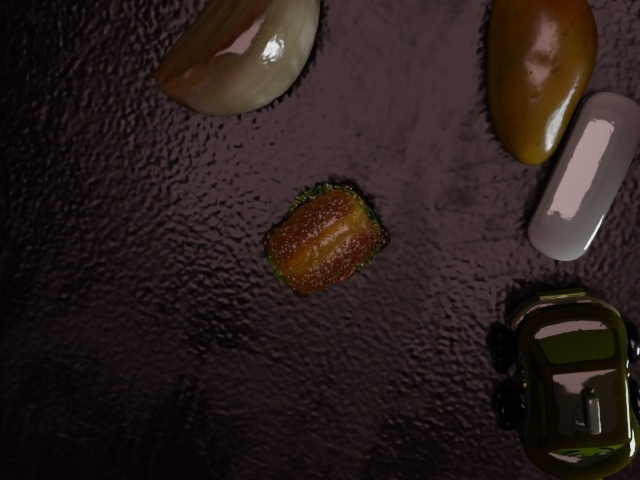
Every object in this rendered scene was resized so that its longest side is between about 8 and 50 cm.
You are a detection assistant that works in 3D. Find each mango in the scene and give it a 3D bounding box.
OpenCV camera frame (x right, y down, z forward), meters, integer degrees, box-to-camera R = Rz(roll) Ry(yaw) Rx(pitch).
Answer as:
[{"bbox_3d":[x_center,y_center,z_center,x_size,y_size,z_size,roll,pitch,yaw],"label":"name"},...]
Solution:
[{"bbox_3d":[0.283,-0.223,1.094,0.138,0.113,0.254,1,102,6],"label":"mango"}]

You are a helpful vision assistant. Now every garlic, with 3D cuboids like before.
[{"bbox_3d":[-0.096,-0.319,1.108,0.196,0.151,0.339,27,101,13],"label":"garlic"}]

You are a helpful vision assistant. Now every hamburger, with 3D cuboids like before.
[{"bbox_3d":[0.000,0.000,1.175,0.166,0.087,0.137,-34,95,11],"label":"hamburger"}]

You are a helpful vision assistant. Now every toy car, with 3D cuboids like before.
[{"bbox_3d":[0.337,0.203,1.121,0.204,0.198,0.248,-6,100,6],"label":"toy car"}]

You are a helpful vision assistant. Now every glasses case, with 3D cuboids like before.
[{"bbox_3d":[0.353,-0.085,1.138,0.092,0.059,0.234,20,101,0],"label":"glasses case"}]
